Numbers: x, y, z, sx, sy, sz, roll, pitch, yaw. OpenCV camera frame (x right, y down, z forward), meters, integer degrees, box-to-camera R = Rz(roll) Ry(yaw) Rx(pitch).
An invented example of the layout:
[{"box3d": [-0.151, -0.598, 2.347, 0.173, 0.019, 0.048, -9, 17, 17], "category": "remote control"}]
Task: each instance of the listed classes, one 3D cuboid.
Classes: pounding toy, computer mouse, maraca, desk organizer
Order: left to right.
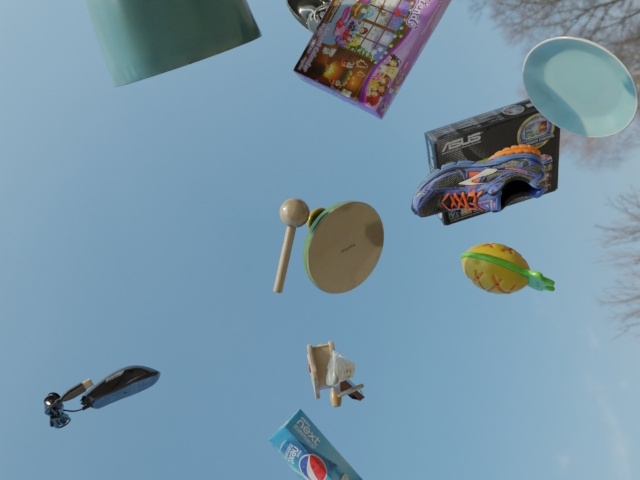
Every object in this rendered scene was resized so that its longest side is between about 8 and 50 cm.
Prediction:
[{"box3d": [-0.513, 0.338, 1.145, 0.262, 0.184, 0.060, -21, -116, -25], "category": "computer mouse"}, {"box3d": [0.000, 0.000, 0.931, 0.237, 0.110, 0.183, 2, -74, -38], "category": "pounding toy"}, {"box3d": [0.041, 0.389, 1.501, 0.155, 0.269, 0.154, -10, -130, -5], "category": "pounding toy"}, {"box3d": [0.103, 0.556, 1.830, 0.050, 0.047, 0.130, -43, -69, 4], "category": "desk organizer"}, {"box3d": [0.370, 0.062, 0.976, 0.127, 0.186, 0.099, 34, -103, -59], "category": "maraca"}]

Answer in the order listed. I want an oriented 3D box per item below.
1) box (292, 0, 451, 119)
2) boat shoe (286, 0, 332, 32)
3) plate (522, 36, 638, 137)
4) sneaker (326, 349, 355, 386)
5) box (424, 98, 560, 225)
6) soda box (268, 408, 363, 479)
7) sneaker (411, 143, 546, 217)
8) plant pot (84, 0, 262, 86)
[{"box3d": [0.104, -0.407, 0.937, 0.293, 0.201, 0.057, -60, -21, 5], "category": "box"}, {"box3d": [0.016, -0.478, 1.051, 0.233, 0.084, 0.079, 42, -172, 12], "category": "boat shoe"}, {"box3d": [0.405, -0.241, 0.765, 0.024, 0.188, 0.188, -45, -68, -10], "category": "plate"}, {"box3d": [0.046, 0.276, 1.052, 0.061, 0.152, 0.053, 18, -85, 4], "category": "sneaker"}, {"box3d": [0.371, -0.168, 1.049, 0.060, 0.270, 0.216, -107, 0, -53], "category": "box"}, {"box3d": [-0.007, 0.466, 1.027, 0.210, 0.067, 0.071, 46, -152, 9], "category": "soda box"}, {"box3d": [0.254, -0.083, 0.782, 0.083, 0.221, 0.087, 57, -162, -51], "category": "sneaker"}, {"box3d": [-0.281, -0.439, 0.873, 0.293, 0.293, 0.235, -42, -56, -40], "category": "plant pot"}]
